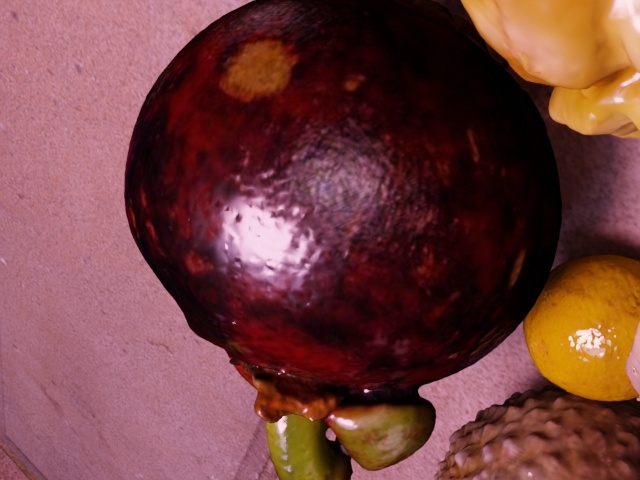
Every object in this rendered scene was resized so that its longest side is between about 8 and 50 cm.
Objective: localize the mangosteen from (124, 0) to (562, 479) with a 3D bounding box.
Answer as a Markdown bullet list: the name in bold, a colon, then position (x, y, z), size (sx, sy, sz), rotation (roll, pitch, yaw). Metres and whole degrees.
- **mangosteen**: position (0.000, 0.000, 0.660), size (0.306, 0.360, 0.306), rotation (27, -178, -1)

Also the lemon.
- **lemon**: position (0.207, 0.064, 0.693), size (0.133, 0.109, 0.109), rotation (10, 128, 50)

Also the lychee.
- **lychee**: position (0.195, 0.238, 0.739), size (0.274, 0.255, 0.255), rotation (35, 145, 49)

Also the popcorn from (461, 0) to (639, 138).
- **popcorn**: position (0.160, -0.168, 0.398), size (0.215, 0.286, 0.252), rotation (19, 117, 16)

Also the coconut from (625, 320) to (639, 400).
- **coconut**: position (0.283, 0.055, 0.497), size (0.237, 0.237, 0.197), rotation (52, 144, 0)
